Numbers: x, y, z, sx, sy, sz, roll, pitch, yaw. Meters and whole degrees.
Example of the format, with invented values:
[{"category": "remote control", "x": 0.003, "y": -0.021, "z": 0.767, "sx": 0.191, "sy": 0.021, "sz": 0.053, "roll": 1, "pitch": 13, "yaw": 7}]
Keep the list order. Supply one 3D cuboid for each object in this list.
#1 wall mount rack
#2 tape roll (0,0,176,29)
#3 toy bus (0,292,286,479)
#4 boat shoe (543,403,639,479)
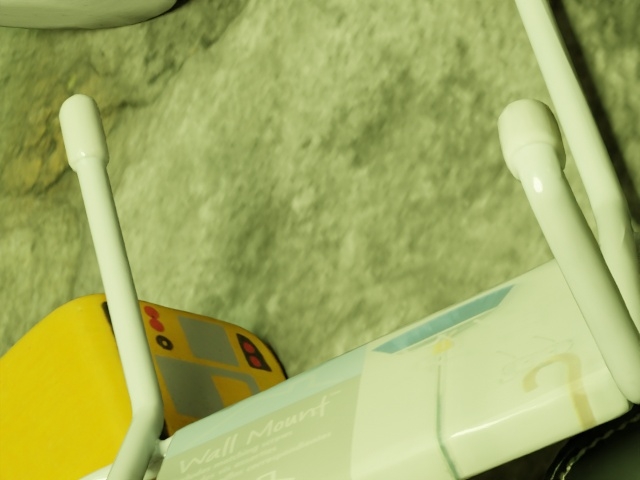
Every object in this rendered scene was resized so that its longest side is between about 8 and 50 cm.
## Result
[{"category": "wall mount rack", "x": 0.000, "y": 0.000, "z": 0.704, "sx": 0.350, "sy": 0.130, "sz": 0.304, "roll": -24, "pitch": 17, "yaw": 12}, {"category": "tape roll", "x": -0.170, "y": -0.170, "z": 0.950, "sx": 0.219, "sy": 0.219, "sz": 0.072, "roll": -7, "pitch": 73, "yaw": 48}, {"category": "toy bus", "x": -0.150, "y": 0.174, "z": 0.880, "sx": 0.332, "sy": 0.130, "sz": 0.108, "roll": -50, "pitch": 46, "yaw": 26}, {"category": "boat shoe", "x": 0.171, "y": 0.076, "z": 0.548, "sx": 0.340, "sy": 0.113, "sz": 0.127, "roll": 1, "pitch": 78, "yaw": 50}]
